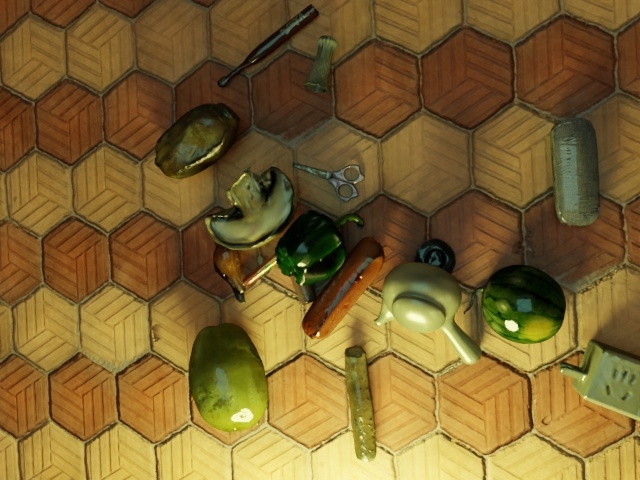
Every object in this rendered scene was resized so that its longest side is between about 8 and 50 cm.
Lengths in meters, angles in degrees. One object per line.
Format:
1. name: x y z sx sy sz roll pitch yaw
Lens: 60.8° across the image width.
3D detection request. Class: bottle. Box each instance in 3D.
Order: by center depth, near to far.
1. bottle: -0.056 0.115 1.572 0.053 0.053 0.140 -22 86 12

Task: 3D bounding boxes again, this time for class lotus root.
1. lotus root: -0.351 -0.289 1.585 0.275 0.152 0.160 -34 81 17

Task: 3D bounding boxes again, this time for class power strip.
1. power strip: 0.716 0.337 1.362 0.224 0.139 0.140 21 96 11

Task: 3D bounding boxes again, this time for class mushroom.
1. mushroom: -0.176 -0.081 1.544 0.189 0.164 0.267 42 95 5

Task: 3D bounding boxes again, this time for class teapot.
1. teapot: 0.308 0.183 1.429 0.318 0.220 0.149 21 53 1

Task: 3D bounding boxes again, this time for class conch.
1. conch: -0.273 0.068 1.603 0.086 0.080 0.233 -4 85 45

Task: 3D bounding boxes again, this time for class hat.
1. hat: 0.312 0.057 1.493 0.121 0.050 0.121 -1 85 11

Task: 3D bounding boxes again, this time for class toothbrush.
1. toothbrush: -0.158 -0.564 1.598 0.364 0.041 0.041 -35 83 11

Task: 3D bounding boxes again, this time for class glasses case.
1. glasses case: 0.657 -0.177 1.407 0.109 0.067 0.282 -4 88 9

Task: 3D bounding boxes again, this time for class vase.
1. vase: 0.005 -0.500 1.545 0.081 0.081 0.149 14 89 12

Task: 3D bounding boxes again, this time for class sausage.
1. sausage: 0.067 0.137 1.524 0.102 0.102 0.330 38 98 9
2. sausage: -0.146 0.065 1.603 0.223 0.029 0.029 -38 83 11

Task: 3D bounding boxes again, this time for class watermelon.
1. watermelon: 0.517 0.166 1.412 0.232 0.127 0.204 30 100 16

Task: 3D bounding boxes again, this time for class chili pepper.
1. chili pepper: 0.000 0.000 1.502 0.165 0.174 0.261 19 54 45

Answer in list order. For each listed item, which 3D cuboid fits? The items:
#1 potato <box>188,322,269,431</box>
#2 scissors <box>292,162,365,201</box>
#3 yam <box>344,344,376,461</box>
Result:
1. potato: -0.262 0.389 1.545 0.215 0.216 0.304 -11 91 12
2. scissors: 0.019 -0.187 1.570 0.212 0.021 0.110 19 98 11
3. yam: 0.112 0.456 1.532 0.071 0.067 0.317 -6 90 8
